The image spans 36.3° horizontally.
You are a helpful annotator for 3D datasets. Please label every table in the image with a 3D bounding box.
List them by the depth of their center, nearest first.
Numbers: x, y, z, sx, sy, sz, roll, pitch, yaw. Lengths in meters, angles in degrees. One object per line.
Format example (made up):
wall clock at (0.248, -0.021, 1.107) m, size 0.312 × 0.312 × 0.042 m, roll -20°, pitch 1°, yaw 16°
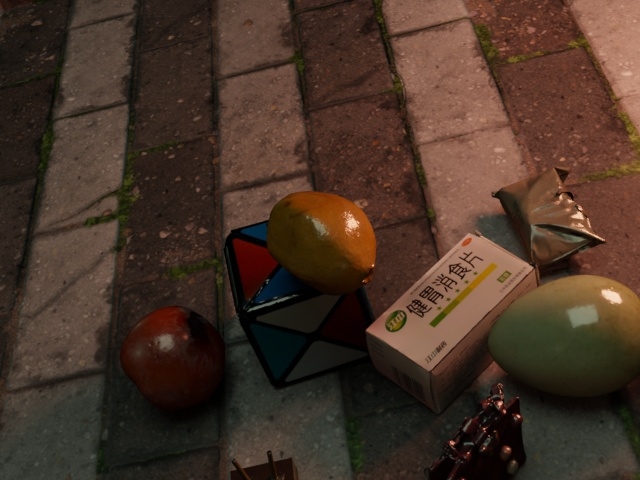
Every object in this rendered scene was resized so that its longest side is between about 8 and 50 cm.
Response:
table at (-0.101, 0.484, 1.707) m, size 0.121 × 0.111 × 0.240 m, roll -15°, pitch 43°, yaw 5°

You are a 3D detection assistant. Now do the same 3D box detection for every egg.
egg at (0.448, 0.174, 1.766) m, size 0.295 × 0.218 × 0.218 m, roll -6°, pitch 44°, yaw 23°

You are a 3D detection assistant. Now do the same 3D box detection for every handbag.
handbag at (0.266, 0.370, 1.630) m, size 0.074 × 0.216 × 0.203 m, roll 28°, pitch 59°, yaw 32°
handbag at (0.484, -0.051, 2.055) m, size 0.182 × 0.117 × 0.270 m, roll -26°, pitch 42°, yaw 11°

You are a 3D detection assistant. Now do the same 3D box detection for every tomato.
tomato at (-0.288, 0.231, 1.952) m, size 0.184 × 0.208 × 0.208 m, roll -43°, pitch 46°, yaw 2°

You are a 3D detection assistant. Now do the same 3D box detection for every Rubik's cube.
Rubik's cube at (-0.036, 0.108, 1.969) m, size 0.248 × 0.250 × 0.246 m, roll -18°, pitch 43°, yaw 3°

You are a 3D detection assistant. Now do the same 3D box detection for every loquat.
loquat at (0.000, 0.000, 1.749) m, size 0.234 × 0.187 × 0.176 m, roll 33°, pitch 70°, yaw 29°

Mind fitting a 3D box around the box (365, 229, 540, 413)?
box at (0.265, 0.152, 1.899) m, size 0.333 × 0.145 × 0.173 m, roll -41°, pitch 50°, yaw -22°
